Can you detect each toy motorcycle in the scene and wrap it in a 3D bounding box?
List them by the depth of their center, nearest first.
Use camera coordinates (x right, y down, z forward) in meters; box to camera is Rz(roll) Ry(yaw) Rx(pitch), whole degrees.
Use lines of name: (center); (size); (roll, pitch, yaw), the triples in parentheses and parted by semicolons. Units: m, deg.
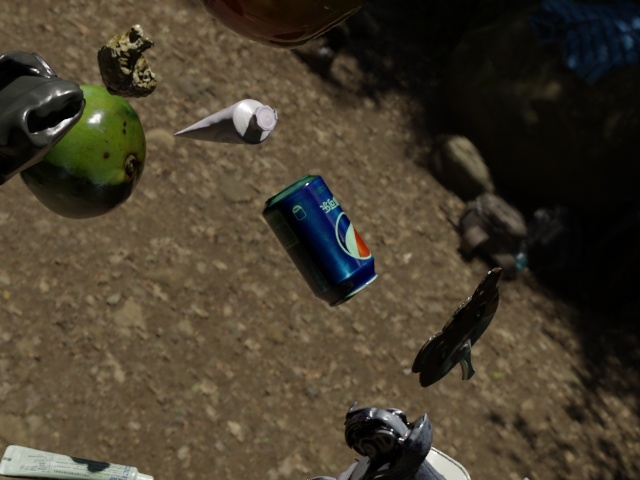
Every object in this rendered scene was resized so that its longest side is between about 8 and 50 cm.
toy motorcycle: (0.058, 0.238, 0.819); (0.157, 0.263, 0.091); (30, 43, 3)

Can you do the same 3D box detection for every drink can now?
drink can: (0.000, 0.000, 1.539); (0.204, 0.118, 0.118); (58, 28, -3)

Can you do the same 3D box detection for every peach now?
peach: (-0.056, -0.450, 1.363); (0.332, 0.308, 0.308); (65, 24, -15)

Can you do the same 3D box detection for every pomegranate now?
pomegranate: (-0.355, -0.130, 1.318); (0.225, 0.187, 0.187); (21, 22, 20)

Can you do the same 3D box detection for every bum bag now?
bum bag: (-0.288, -0.121, 0.856); (0.326, 0.142, 0.079); (27, -34, 60)

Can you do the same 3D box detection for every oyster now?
oyster: (-0.177, -0.162, 0.915); (0.083, 0.081, 0.038); (29, 37, -49)

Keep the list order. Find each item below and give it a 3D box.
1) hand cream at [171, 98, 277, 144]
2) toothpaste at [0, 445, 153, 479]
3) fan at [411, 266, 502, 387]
hand cream: (-0.105, -0.133, 1.128); (0.084, 0.142, 0.053); (-5, 87, -41)
toothpaste: (-0.316, 0.300, 1.239); (0.197, 0.029, 0.048); (10, 39, -4)
fan: (0.163, 0.122, 1.092); (0.008, 0.152, 0.226); (36, -15, 26)
